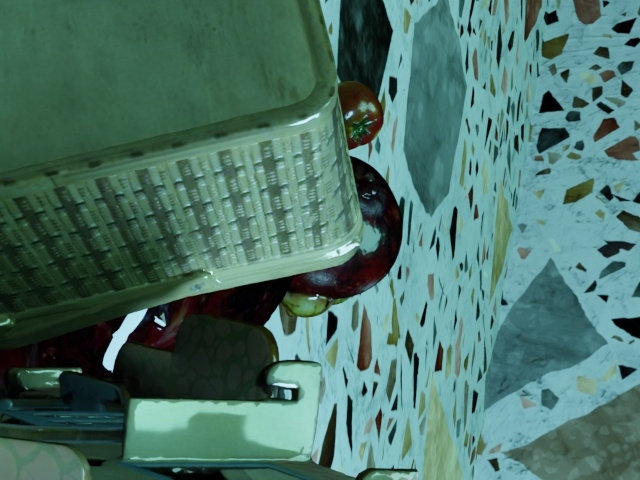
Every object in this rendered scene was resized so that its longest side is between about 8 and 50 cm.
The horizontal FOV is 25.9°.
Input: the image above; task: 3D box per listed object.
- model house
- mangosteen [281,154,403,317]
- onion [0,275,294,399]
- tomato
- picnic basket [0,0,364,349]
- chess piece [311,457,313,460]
[{"bbox_3d":[-0.146,0.119,0.629,0.244,0.326,0.169,1,93,-36],"label":"model house"},{"bbox_3d":[0.000,0.000,1.549,0.200,0.199,0.200,4,90,-73],"label":"mangosteen"},{"bbox_3d":[-0.134,-0.001,0.934,0.281,0.221,0.281,16,62,-33],"label":"onion"},{"bbox_3d":[0.035,-0.160,1.750,0.087,0.087,0.075,75,-10,-46],"label":"tomato"},{"bbox_3d":[-0.150,-0.083,0.717,0.175,0.312,0.228,76,2,-65],"label":"picnic basket"},{"bbox_3d":[-0.176,0.252,0.933,0.442,0.234,0.234,-21,113,-66],"label":"chess piece"}]
